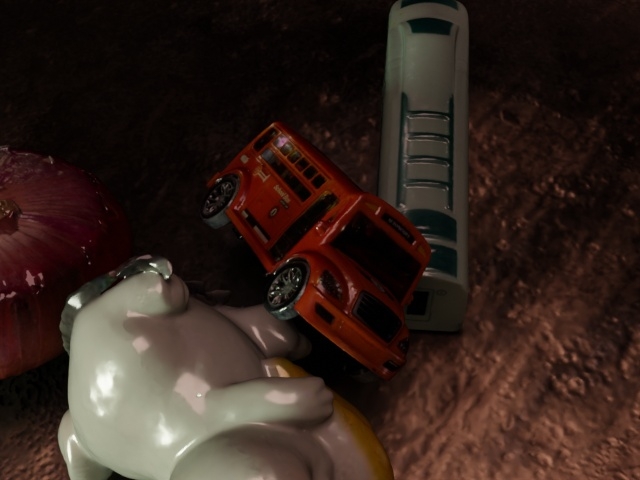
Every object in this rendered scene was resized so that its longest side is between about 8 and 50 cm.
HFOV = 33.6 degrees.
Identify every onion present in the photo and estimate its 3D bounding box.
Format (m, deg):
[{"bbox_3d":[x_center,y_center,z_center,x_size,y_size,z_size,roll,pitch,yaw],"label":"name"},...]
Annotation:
[{"bbox_3d":[-0.276,0.021,0.858,0.248,0.161,0.248,6,52,-7],"label":"onion"}]

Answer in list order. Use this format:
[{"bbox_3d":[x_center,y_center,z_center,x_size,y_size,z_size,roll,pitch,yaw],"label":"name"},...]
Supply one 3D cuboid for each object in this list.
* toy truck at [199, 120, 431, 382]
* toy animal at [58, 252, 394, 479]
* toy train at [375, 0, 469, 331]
[{"bbox_3d":[0.000,0.000,0.825,0.114,0.107,0.253,-48,32,3],"label":"toy truck"},{"bbox_3d":[-0.074,0.173,0.736,0.247,0.183,0.310,-21,61,-7],"label":"toy animal"},{"bbox_3d":[0.095,-0.111,0.981,0.086,0.088,0.407,3,54,4],"label":"toy train"}]
